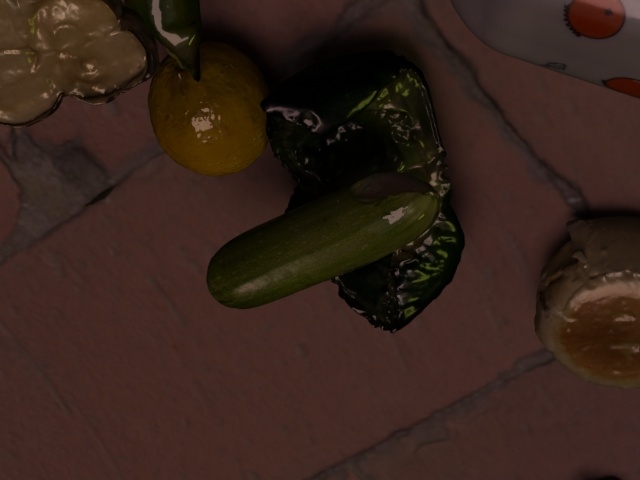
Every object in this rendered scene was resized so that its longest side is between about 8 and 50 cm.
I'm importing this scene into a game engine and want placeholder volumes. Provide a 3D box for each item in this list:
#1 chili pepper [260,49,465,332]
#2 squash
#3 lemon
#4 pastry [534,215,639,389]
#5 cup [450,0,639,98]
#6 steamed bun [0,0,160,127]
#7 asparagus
[{"bbox_3d":[0.040,-0.051,1.621,0.148,0.116,0.265,-24,120,-6],"label":"chili pepper"},{"bbox_3d":[0.000,0.000,1.545,0.239,0.069,0.069,-23,120,30],"label":"squash"},{"bbox_3d":[-0.094,-0.112,1.592,0.109,0.109,0.133,-10,141,18],"label":"lemon"},{"bbox_3d":[0.273,0.057,1.665,0.165,0.088,0.166,3,127,5],"label":"pastry"},{"bbox_3d":[0.267,-0.204,1.382,0.317,0.212,0.212,16,129,-1],"label":"cup"},{"bbox_3d":[-0.241,-0.199,1.559,0.177,0.106,0.192,-23,128,22],"label":"steamed bun"},{"bbox_3d":[-0.132,-0.286,1.456,0.085,0.082,0.343,-1,120,-1],"label":"asparagus"}]
